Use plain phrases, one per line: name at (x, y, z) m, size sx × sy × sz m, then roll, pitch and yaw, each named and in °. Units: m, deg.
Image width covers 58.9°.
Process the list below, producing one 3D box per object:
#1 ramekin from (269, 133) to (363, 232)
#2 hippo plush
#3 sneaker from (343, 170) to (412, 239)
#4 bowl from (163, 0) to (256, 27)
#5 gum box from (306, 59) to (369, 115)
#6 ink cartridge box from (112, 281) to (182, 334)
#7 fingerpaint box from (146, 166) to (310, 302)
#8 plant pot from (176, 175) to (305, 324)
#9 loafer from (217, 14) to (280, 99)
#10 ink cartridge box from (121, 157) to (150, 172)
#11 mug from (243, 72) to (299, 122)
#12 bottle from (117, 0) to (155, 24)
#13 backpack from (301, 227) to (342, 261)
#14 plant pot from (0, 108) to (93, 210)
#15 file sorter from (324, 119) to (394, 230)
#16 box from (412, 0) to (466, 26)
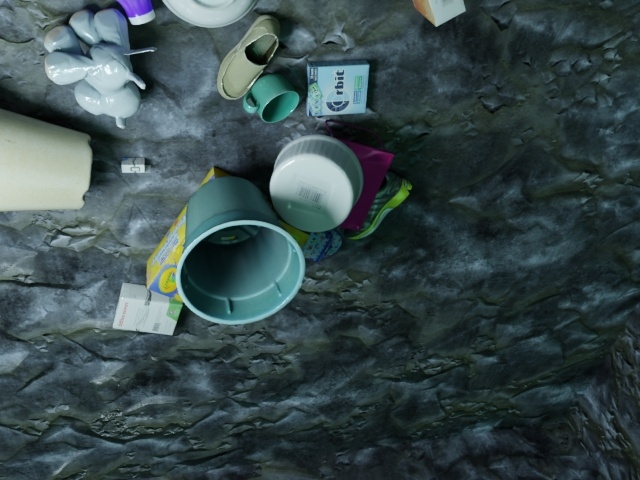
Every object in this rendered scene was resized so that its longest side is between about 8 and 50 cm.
ramekin at (-0.017, -0.159, 1.665) m, size 0.277 × 0.135 × 0.277 m, roll 4°, pitch 120°, yaw 8°
hippo plush at (-0.556, -0.451, 1.505) m, size 0.294 × 0.235 × 0.236 m, roll 8°, pitch 158°, yaw 1°
sneaker at (0.178, -0.129, 1.996) m, size 0.121 × 0.111 × 0.300 m, roll 36°, pitch 107°, yaw -23°
bowl at (-0.278, -0.666, 1.419) m, size 0.297 × 0.134 × 0.298 m, roll -7°, pitch 129°, yaw -8°
gum box at (0.050, -0.462, 1.724) m, size 0.184 × 0.041 × 0.157 m, roll -5°, pitch 129°, yaw -10°
ink cartridge box at (-0.634, 0.252, 2.079) m, size 0.219 × 0.093 × 0.160 m, roll 12°, pitch 123°, yaw -23°
fingerpaint box at (-0.320, 0.027, 1.936) m, size 0.371 × 0.163 × 0.445 m, roll 26°, pitch 115°, yaw -31°
plant pot at (-0.248, 0.001, 1.619) m, size 0.340 × 0.334 × 0.341 m, roll -9°, pitch 126°, yaw -12°
loafer at (-0.204, -0.505, 1.591) m, size 0.101 × 0.092 × 0.268 m, roll 23°, pitch 119°, yaw -29°
ink cartridge box at (-0.566, -0.232, 1.742) m, size 0.083 × 0.048 × 0.028 m, roll -2°, pitch 128°, yaw -15°
mug at (-0.147, -0.423, 1.642) m, size 0.129 × 0.097 × 0.157 m, roll -40°, pitch 161°, yaw 21°
bottle at (-0.488, -0.676, 1.380) m, size 0.118 × 0.092 × 0.283 m, roll -15°, pitch 130°, yaw -1°
backpack at (0.000, 0.000, 2.032) m, size 0.173 × 0.117 × 0.158 m, roll 20°, pitch 121°, yaw -30°
plant pot at (-0.805, -0.207, 1.552) m, size 0.305 × 0.334 × 0.334 m, roll 6°, pitch 127°, yaw -32°
file sorter at (0.069, -0.215, 1.834) m, size 0.202 × 0.182 × 0.291 m, roll 10°, pitch 123°, yaw -20°
box at (0.305, -0.682, 1.532) m, size 0.091 × 0.170 × 0.130 m, roll -27°, pitch 129°, yaw 6°
